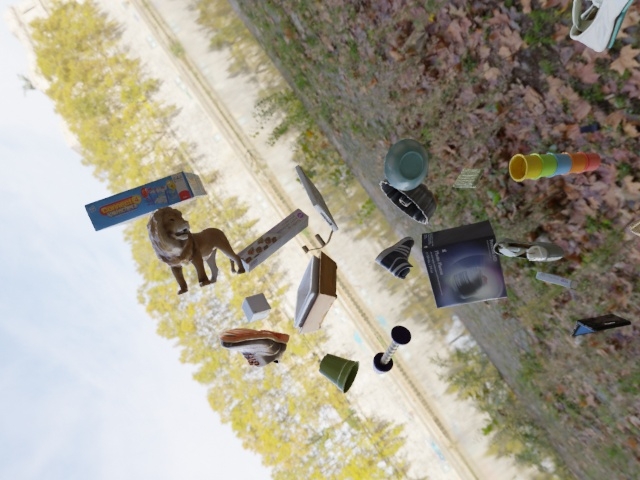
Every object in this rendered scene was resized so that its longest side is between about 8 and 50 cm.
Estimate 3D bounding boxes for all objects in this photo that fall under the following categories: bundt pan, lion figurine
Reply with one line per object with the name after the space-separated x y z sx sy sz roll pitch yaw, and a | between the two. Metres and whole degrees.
0.471 -0.238 2.112 0.331 0.124 0.331 43 177 2 | bundt pan
-0.371 0.021 1.239 0.392 0.142 0.240 -9 -100 -81 | lion figurine

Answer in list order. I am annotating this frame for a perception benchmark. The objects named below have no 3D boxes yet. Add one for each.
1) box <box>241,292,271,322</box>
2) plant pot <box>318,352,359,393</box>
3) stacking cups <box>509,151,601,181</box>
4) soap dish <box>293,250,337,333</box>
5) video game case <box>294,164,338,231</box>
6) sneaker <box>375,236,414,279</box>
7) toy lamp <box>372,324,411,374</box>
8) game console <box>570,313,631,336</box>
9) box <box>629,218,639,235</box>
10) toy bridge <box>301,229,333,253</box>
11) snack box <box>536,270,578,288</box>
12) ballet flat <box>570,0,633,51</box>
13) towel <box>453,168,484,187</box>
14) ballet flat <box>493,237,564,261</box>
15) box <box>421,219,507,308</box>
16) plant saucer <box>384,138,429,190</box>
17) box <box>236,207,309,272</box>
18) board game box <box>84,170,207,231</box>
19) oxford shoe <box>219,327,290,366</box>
-0.309 0.323 1.946 0.101 0.102 0.087 56 139 28 | box
0.040 0.310 0.970 0.079 0.083 0.083 20 160 25 | plant pot
0.829 -0.270 1.413 0.096 0.316 0.096 172 90 -80 | stacking cups
-0.020 0.225 1.697 0.229 0.118 0.291 -88 16 -47 | soap dish
-0.012 -0.139 1.342 0.173 0.022 0.190 48 -167 -53 | video game case
0.397 0.085 1.928 0.153 0.282 0.099 43 134 24 | sneaker
0.241 0.393 1.420 0.080 0.080 0.275 53 148 31 | toy lamp
0.844 0.269 1.224 0.107 0.122 0.071 -124 24 -79 | game console
0.976 -0.058 1.076 0.164 0.201 0.021 27 -137 -7 | box
0.000 0.000 1.710 0.063 0.188 0.026 53 -156 11 | toy bridge
1.047 0.174 1.793 0.100 0.037 0.141 12 -176 -44 | snack box
0.672 -0.578 0.947 0.139 0.139 0.400 54 -167 17 | ballet flat
0.724 -0.304 1.978 0.027 0.110 0.148 33 173 -24 | towel
0.677 0.039 1.333 0.213 0.068 0.072 12 123 47 | ballet flat
0.606 0.102 1.724 0.183 0.294 0.296 -63 -44 -63 | box
0.335 -0.284 1.528 0.195 0.195 0.037 56 172 -22 | plant saucer
-0.176 -0.004 1.542 0.063 0.324 0.067 38 150 21 | box
-0.557 -0.135 1.343 0.302 0.308 0.086 -142 32 -79 | board game box
-0.225 0.385 1.435 0.129 0.133 0.363 3 167 31 | oxford shoe
